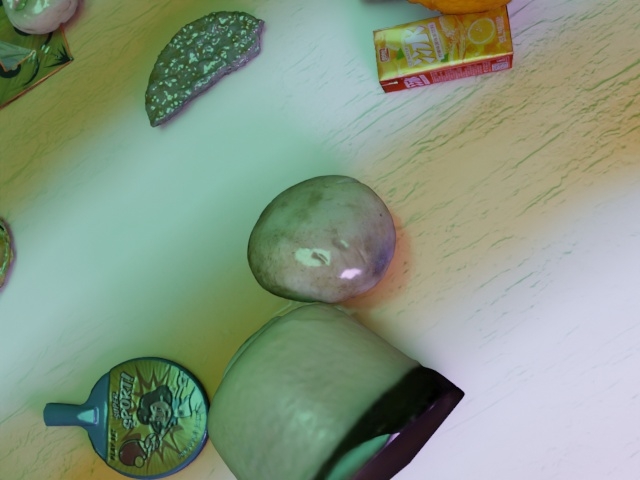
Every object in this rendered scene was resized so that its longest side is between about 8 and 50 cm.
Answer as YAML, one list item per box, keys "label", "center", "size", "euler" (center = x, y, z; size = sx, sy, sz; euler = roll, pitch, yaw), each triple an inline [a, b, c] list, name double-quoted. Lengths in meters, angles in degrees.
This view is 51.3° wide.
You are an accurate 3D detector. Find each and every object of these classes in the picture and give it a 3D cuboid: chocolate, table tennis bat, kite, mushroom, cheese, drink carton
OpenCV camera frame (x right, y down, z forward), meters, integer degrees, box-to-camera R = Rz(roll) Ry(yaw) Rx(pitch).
- label: "chocolate"
  center: [-0.003, 0.236, 0.982]
  size: [0.326, 0.314, 0.297]
  euler: [-44, 70, 8]
- label: "table tennis bat"
  center: [-0.352, 0.319, 1.209]
  size: [0.329, 0.044, 0.215]
  euler: [-2, 82, 14]
- label: "kite"
  center: [-0.658, -0.423, 1.418]
  size: [0.327, 0.013, 0.377]
  euler: [20, 85, 17]
- label: "mushroom"
  center: [0.000, 0.000, 1.078]
  size: [0.255, 0.184, 0.255]
  euler: [-20, 42, 19]
- label: "cheese"
  center: [-0.582, -0.554, 1.370]
  size: [0.159, 0.093, 0.263]
  euler: [-15, 77, 11]
- label: "drink carton"
  center: [0.206, -0.322, 1.124]
  size: [0.223, 0.071, 0.096]
  euler: [-8, 81, 15]

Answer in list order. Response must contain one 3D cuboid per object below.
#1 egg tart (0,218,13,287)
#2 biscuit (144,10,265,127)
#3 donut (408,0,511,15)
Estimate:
- label: "egg tart"
  center: [-0.719, 0.035, 1.333]
  size: [0.212, 0.090, 0.212]
  euler: [-2, 80, 12]
- label: "biscuit"
  center: [-0.236, -0.348, 1.273]
  size: [0.290, 0.038, 0.141]
  euler: [-36, 73, 7]
- label: "donut"
  center: [0.188, -0.552, 0.917]
  size: [0.378, 0.163, 0.435]
  euler: [2, 100, -13]
